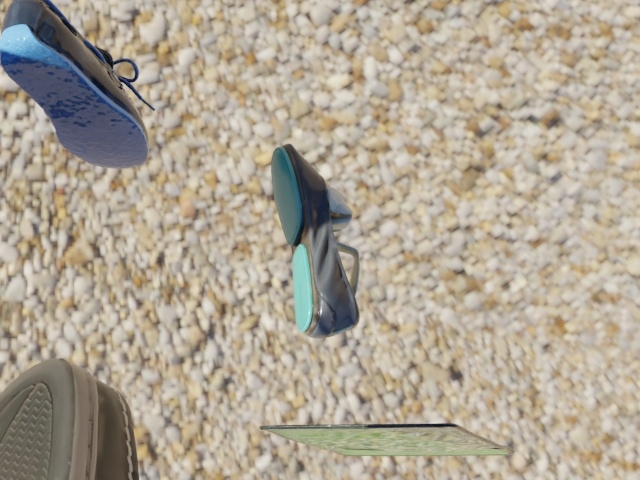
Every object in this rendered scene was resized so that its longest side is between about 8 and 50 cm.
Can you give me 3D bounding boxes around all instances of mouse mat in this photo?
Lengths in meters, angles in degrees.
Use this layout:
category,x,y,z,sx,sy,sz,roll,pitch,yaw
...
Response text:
category,x,y,z,sx,sy,sz,roll,pitch,yaw
mouse mat,0.055,0.154,1.067,0.153,0.190,0.007,-4,75,21

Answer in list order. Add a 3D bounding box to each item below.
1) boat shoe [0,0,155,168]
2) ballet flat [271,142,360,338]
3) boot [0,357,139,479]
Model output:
category,x,y,z,sx,sy,sz,roll,pitch,yaw
boat shoe,-0.229,-0.160,1.378,0.109,0.089,0.258,-7,153,8
ballet flat,0.000,0.000,1.321,0.074,0.203,0.074,-8,153,-4
boot,-0.060,0.267,0.711,0.284,0.377,0.138,20,143,-37
